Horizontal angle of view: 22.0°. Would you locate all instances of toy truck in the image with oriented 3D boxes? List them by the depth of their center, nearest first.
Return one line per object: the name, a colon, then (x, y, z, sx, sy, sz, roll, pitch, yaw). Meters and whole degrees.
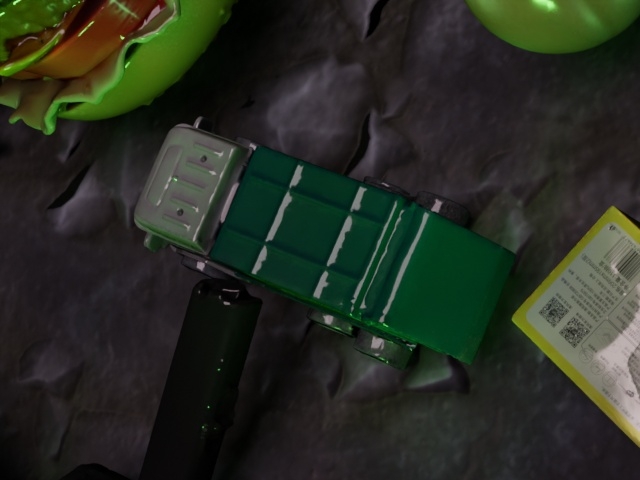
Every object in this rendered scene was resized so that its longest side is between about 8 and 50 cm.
toy truck: (0.000, 0.000, 1.070, 0.253, 0.124, 0.114, 21, 85, 27)

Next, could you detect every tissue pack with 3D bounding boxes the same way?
tissue pack: (0.211, 0.074, 0.981, 0.095, 0.062, 0.176, -50, 64, 10)

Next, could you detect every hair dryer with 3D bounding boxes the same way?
hair dryer: (-0.083, 0.144, 1.059, 0.197, 0.089, 0.251, 22, 110, 28)

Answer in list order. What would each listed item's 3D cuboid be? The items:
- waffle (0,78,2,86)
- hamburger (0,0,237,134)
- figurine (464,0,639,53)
waffle: (-0.376, -0.085, 1.301, 0.293, 0.069, 0.260, -45, 62, 12)
hamburger: (-0.160, -0.208, 1.127, 0.274, 0.212, 0.274, -33, 39, 32)
figurine: (0.093, -0.316, 1.028, 0.276, 0.248, 0.388, -45, 50, -10)
